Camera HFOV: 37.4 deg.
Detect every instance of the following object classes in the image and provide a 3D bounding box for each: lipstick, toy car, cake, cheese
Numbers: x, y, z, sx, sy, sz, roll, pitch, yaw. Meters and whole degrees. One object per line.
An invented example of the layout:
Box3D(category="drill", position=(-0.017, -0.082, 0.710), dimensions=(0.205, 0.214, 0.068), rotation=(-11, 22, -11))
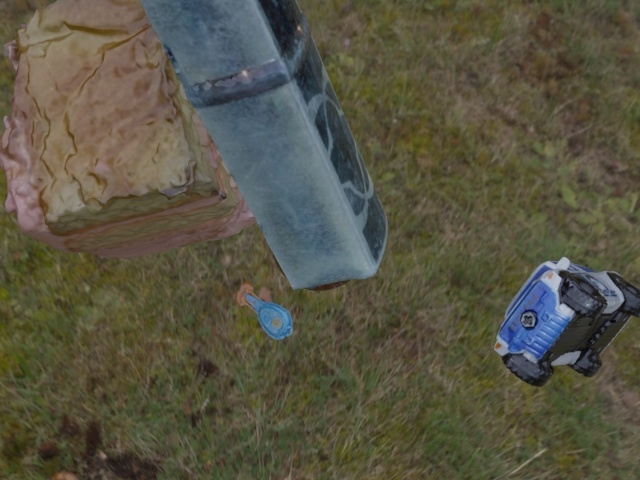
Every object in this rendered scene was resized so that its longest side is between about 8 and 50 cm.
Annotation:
Box3D(category="lipstick", position=(-0.036, -0.095, 0.602), dimensions=(0.076, 0.290, 0.077), rotation=(-12, 35, 20))
Box3D(category="toy car", position=(0.191, 0.057, 0.728), dimensions=(0.070, 0.170, 0.080), rotation=(44, 112, 29))
Box3D(category="cake", position=(-0.268, -0.148, 1.314), dimensions=(0.293, 0.307, 0.314), rotation=(-13, 79, 11))
Box3D(category="cheese", position=(-0.081, 0.103, 1.374), dimensions=(0.111, 0.017, 0.047), rotation=(38, 101, 24))

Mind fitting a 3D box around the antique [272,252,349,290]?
Box3D(category="antique", position=(0.000, 0.000, 0.922), dimensions=(0.104, 0.104, 0.104), rotation=(1, 68, -3))
